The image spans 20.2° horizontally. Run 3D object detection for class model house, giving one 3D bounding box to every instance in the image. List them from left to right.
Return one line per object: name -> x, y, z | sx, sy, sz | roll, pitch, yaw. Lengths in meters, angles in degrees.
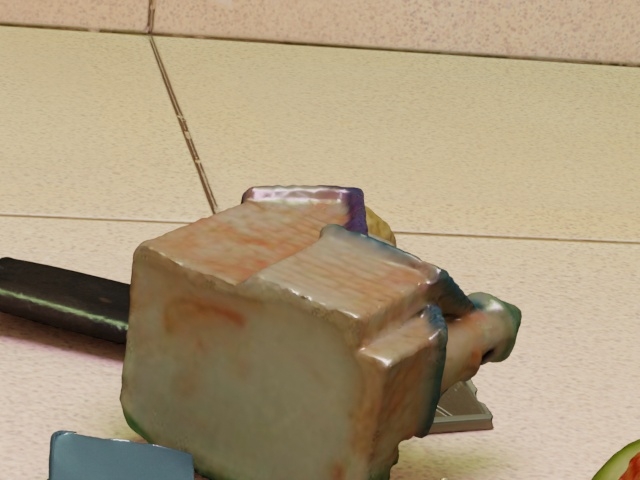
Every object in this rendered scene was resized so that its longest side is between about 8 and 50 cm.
model house -> 0.013, 0.091, 1.727 | 0.312, 0.245, 0.280 | 21, 28, 31

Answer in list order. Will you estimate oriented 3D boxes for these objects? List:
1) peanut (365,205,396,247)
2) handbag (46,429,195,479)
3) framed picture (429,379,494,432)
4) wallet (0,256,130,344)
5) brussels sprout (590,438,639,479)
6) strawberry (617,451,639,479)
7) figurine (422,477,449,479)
peanut -> 0.000, 0.000, 2.153 | 0.229, 0.098, 0.103 | 3, 50, -45
handbag -> -0.171, 0.242, 1.564 | 0.144, 0.057, 0.221 | 8, 19, -9
framed picture -> 0.039, 0.114, 1.941 | 0.211, 0.020, 0.289 | -2, 34, -23
wallet -> -0.233, 0.080, 1.992 | 0.321, 0.044, 0.170 | 14, 11, 9
brussels sprout -> 0.351, 0.268, 1.400 | 0.328, 0.247, 0.328 | 2, 35, -1
strawberry -> 0.256, 0.307, 1.106 | 0.292, 0.343, 0.292 | -8, 8, 1
figurine -> 0.121, 0.261, 1.538 | 0.081, 0.098, 0.146 | 9, 14, -32
